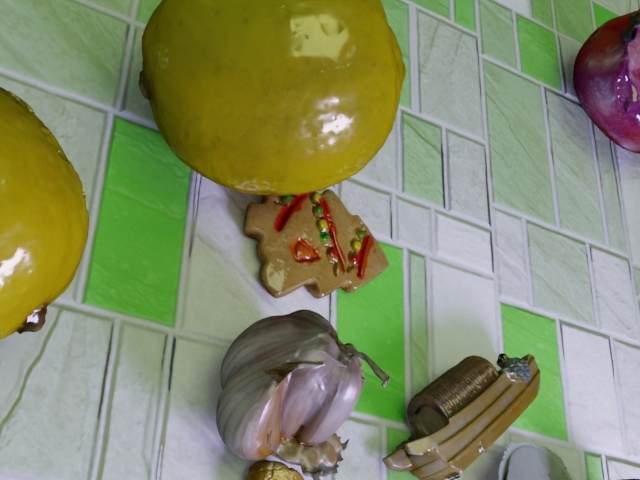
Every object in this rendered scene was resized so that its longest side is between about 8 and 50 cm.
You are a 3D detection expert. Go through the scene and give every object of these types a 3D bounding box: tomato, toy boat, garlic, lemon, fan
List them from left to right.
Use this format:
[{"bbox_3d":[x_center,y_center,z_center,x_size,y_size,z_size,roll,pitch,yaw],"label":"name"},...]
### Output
[{"bbox_3d":[-0.382,-0.032,0.929,0.297,0.297,0.297,16,57,-27],"label":"lemon"},{"bbox_3d":[-0.062,-0.215,1.222,0.348,0.348,0.347,16,57,-27],"label":"lemon"},{"bbox_3d":[0.000,0.196,1.113,0.207,0.257,0.207,-10,103,-48],"label":"garlic"},{"bbox_3d":[0.203,0.234,1.316,0.310,0.089,0.115,-30,82,-41],"label":"toy boat"},{"bbox_3d":[0.269,0.382,1.268,0.415,0.012,0.233,13,54,-46],"label":"fan"},{"bbox_3d":[0.608,-0.297,1.842,0.335,0.176,0.289,-45,116,-42],"label":"tomato"}]

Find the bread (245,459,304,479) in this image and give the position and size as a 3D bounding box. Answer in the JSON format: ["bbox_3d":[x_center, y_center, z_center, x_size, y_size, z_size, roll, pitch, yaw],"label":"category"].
[{"bbox_3d":[-0.057,0.304,1.126,0.081,0.046,0.083,-6,71,-31],"label":"bread"}]

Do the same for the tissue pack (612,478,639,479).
[{"bbox_3d":[0.418,0.393,1.367,0.111,0.085,0.079,13,59,-49],"label":"tissue pack"}]

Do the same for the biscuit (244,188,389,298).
[{"bbox_3d":[0.000,0.000,1.335,0.239,0.041,0.212,19,55,-25],"label":"biscuit"}]
